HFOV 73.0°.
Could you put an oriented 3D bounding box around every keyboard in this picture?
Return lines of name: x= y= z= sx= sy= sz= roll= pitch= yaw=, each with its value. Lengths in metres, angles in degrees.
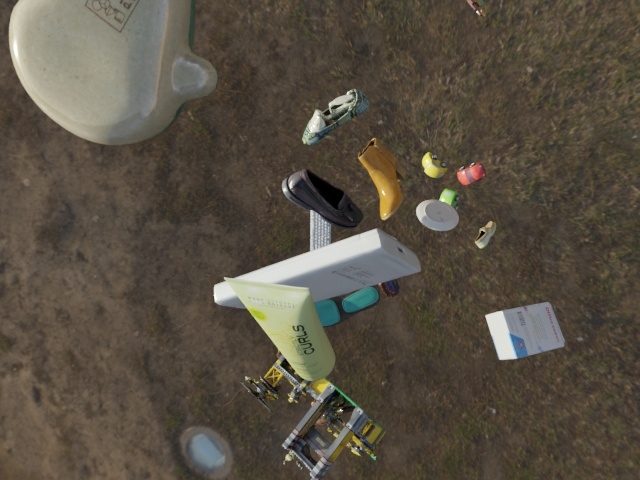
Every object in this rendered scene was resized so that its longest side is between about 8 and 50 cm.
keyboard: x=0.000 y=0.000 z=1.545 sx=0.072 sy=0.014 sz=0.255 roll=0 pitch=103 yaw=-4

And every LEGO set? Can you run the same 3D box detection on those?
LEGO set: x=-0.027 y=0.417 z=1.008 sx=0.331 sy=0.255 sz=0.192 roll=35 pitch=75 yaw=25

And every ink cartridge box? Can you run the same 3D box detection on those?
ink cartridge box: x=0.393 y=0.173 z=0.831 sx=0.123 sy=0.052 sz=0.088 roll=-6 pitch=73 yaw=-20

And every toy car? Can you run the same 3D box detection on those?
toy car: x=0.454 y=-0.184 z=1.529 sx=0.239 sy=0.053 sz=0.224 roll=25 pitch=136 yaw=38

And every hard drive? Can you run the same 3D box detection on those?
hard drive: x=-0.001 y=0.075 z=0.873 sx=0.353 sy=0.233 sz=0.047 roll=-20 pitch=68 yaw=24

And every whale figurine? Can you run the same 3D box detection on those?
whale figurine: x=-0.197 y=-0.236 z=0.467 sx=0.216 sy=0.141 sz=0.272 roll=35 pitch=108 yaw=-9

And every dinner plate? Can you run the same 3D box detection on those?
dinner plate: x=0.388 y=-0.089 z=1.430 sx=0.141 sy=0.141 sz=0.017 roll=19 pitch=143 yaw=11

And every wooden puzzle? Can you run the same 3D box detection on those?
wooden puzzle: x=0.262 y=-0.424 z=0.752 sx=0.083 sy=0.049 sz=0.006 roll=49 pitch=138 yaw=-2

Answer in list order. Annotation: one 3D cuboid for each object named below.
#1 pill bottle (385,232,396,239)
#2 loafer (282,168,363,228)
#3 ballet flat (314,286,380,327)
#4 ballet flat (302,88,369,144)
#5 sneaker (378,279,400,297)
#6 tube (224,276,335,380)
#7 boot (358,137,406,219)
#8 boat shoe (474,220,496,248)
pill bottle: x=0.245 y=0.046 z=1.803 sx=0.087 sy=0.087 sz=0.160 roll=28 pitch=96 yaw=9
loafer: x=0.030 y=-0.119 z=1.279 sx=0.095 sy=0.303 sz=0.109 roll=-35 pitch=47 yaw=36
ballet flat: x=0.060 y=0.224 z=1.407 sx=0.281 sy=0.096 sz=0.095 roll=-15 pitch=76 yaw=-6
ballet flat: x=0.023 y=-0.299 z=1.031 sx=0.188 sy=0.070 sz=0.070 roll=-31 pitch=89 yaw=17
sneaker: x=0.229 y=0.118 z=1.670 sx=0.083 sy=0.087 sz=0.221 roll=-21 pitch=85 yaw=-5
tube: x=-0.033 y=0.107 z=0.523 sx=0.070 sy=0.240 sz=0.062 roll=-28 pitch=55 yaw=-7
boot: x=0.215 y=-0.235 z=1.620 sx=0.211 sy=0.295 sz=0.104 roll=39 pitch=139 yaw=-21
boat shoe: x=0.664 y=-0.031 z=1.744 sx=0.045 sy=0.050 sz=0.135 roll=39 pitch=64 yaw=-9
